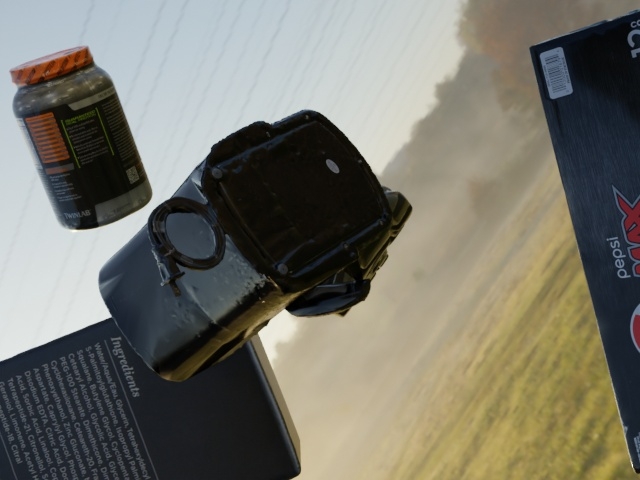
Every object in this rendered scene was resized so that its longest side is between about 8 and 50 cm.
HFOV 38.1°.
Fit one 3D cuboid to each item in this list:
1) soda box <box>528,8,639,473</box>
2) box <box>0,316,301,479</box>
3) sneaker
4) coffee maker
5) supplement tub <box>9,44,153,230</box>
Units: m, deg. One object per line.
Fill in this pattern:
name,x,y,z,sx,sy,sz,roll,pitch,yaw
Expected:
soda box,0.133,-0.001,0.354,0.053,0.168,0.060,-13,2,34
box,-0.237,0.212,0.996,0.396,0.212,0.293,-23,-6,-3
sneaker,0.000,0.000,0.759,0.101,0.106,0.267,-51,-5,-13
coffee maker,-0.071,0.009,0.595,0.171,0.120,0.178,-2,-25,-37
supplement tub,-0.272,-0.116,1.048,0.117,0.117,0.190,-47,-54,-55
